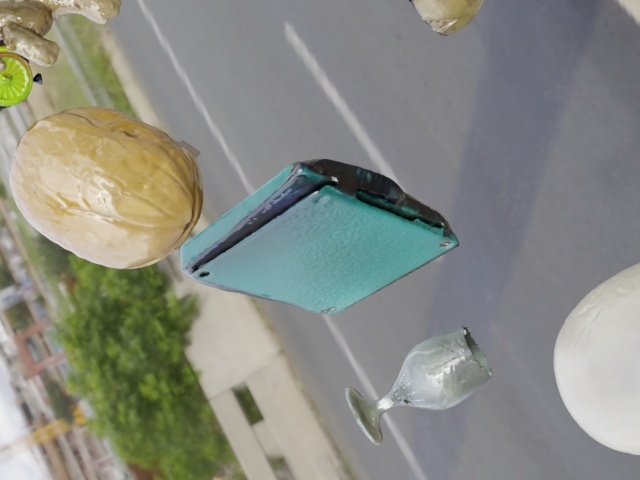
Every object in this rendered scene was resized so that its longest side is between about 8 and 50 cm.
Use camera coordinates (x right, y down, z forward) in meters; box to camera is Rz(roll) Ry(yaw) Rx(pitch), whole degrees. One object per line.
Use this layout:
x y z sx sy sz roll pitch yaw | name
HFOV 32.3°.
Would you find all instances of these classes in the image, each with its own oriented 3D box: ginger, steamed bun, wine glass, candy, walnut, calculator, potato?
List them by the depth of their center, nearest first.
0.328 0.105 1.032 0.177 0.228 0.130 65 -160 9 | steamed bun
-0.219 -0.054 1.143 0.197 0.165 0.165 29 158 9 | walnut
0.000 0.000 1.317 0.248 0.274 0.058 -33 54 37 | calculator
-0.367 -0.265 1.368 0.065 0.258 0.149 115 141 -55 | ginger
-0.214 -0.111 1.637 0.038 0.062 0.122 34 -172 -5 | candy
0.189 -0.427 1.703 0.100 0.120 0.261 -8 123 32 | potato
0.170 0.247 1.898 0.126 0.241 0.126 55 -170 -15 | wine glass

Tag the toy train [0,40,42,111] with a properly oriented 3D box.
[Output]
-0.563 -0.256 1.621 0.100 0.296 0.161 11 112 60 | toy train
